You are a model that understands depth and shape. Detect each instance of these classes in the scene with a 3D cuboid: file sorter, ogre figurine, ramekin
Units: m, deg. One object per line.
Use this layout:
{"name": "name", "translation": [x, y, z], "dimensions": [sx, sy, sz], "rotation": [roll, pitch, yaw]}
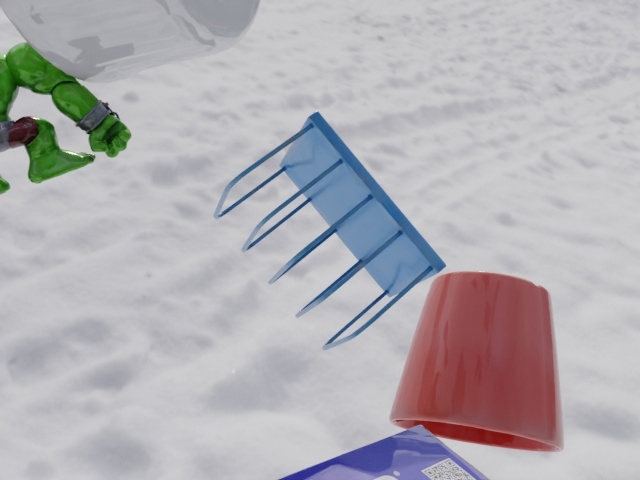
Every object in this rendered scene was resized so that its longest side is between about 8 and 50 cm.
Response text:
{"name": "file sorter", "translation": [0.000, 0.000, 0.646], "dimensions": [0.104, 0.118, 0.170], "rotation": [-39, 88, -21]}
{"name": "ogre figurine", "translation": [-0.276, -0.102, 0.626], "dimensions": [0.197, 0.118, 0.097], "rotation": [-12, 19, 10]}
{"name": "ramekin", "translation": [-0.152, -0.278, 0.613], "dimensions": [0.135, 0.277, 0.277], "rotation": [-1, 31, 20]}

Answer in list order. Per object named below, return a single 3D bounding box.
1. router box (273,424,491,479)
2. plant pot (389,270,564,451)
{"name": "router box", "translation": [-0.056, 0.298, 0.463], "dimensions": [0.335, 0.301, 0.082], "rotation": [-6, 30, -44]}
{"name": "plant pot", "translation": [0.259, 0.192, 1.162], "dimensions": [0.275, 0.275, 0.243], "rotation": [13, 72, -5]}
